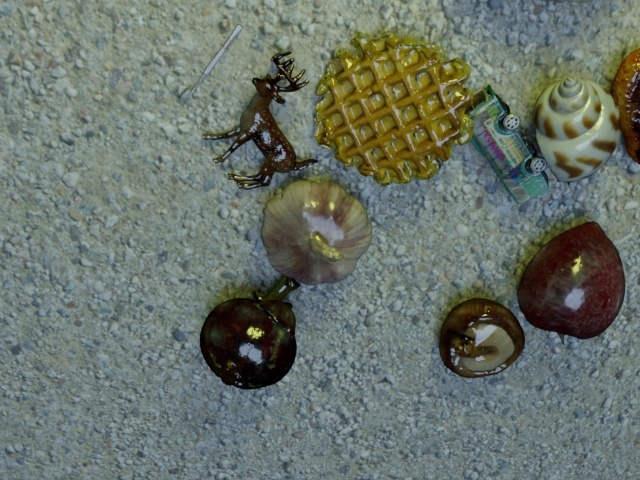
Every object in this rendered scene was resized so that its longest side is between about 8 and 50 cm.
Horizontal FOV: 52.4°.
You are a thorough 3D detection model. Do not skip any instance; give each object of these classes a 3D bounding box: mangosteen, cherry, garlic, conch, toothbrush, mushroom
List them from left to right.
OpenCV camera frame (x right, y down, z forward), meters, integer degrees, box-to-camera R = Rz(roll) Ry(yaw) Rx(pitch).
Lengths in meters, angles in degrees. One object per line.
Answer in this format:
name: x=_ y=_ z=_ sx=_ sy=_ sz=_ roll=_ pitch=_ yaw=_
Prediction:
toothbrush: x=-0.217 y=-0.348 z=1.286 sx=0.017 sy=0.014 sz=0.194 roll=38 pitch=110 yaw=-21
mangosteen: x=-0.141 y=0.204 z=1.503 sx=0.231 sy=0.231 sz=0.289 roll=46 pitch=68 yaw=-24
garlic: x=0.000 y=0.000 z=1.362 sx=0.245 sy=0.253 sz=0.245 roll=-3 pitch=111 yaw=-8
mushroom: x=0.389 y=0.231 z=1.587 sx=0.194 sy=0.138 sz=0.231 roll=2 pitch=130 yaw=-21
cherry: x=0.578 y=0.100 z=1.485 sx=0.230 sy=0.203 sz=0.300 roll=13 pitch=103 yaw=-9
conch: x=0.515 y=-0.237 z=1.306 sx=0.275 sy=0.182 sz=0.149 roll=29 pitch=149 yaw=-37

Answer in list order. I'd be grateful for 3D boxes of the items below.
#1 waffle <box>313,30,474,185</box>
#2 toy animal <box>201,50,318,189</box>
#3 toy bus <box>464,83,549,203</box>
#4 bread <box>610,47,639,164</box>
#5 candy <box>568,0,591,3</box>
waffle: x=0.143 y=-0.252 z=1.294 sx=0.325 sy=0.068 sz=0.302 roll=23 pitch=118 yaw=9
toy animal: x=-0.110 y=-0.236 z=1.332 sx=0.260 sy=0.087 sz=0.243 roll=-30 pitch=129 yaw=10
toy bus: x=0.394 y=-0.199 z=1.373 sx=0.109 sy=0.091 sz=0.261 roll=-31 pitch=115 yaw=20
bread: x=0.677 y=-0.281 z=1.352 sx=0.139 sy=0.095 sz=0.269 roll=-24 pitch=131 yaw=11
candy: x=0.430 y=-0.624 z=1.096 sx=0.386 sy=0.186 sz=0.427 roll=27 pitch=110 yaw=-13
